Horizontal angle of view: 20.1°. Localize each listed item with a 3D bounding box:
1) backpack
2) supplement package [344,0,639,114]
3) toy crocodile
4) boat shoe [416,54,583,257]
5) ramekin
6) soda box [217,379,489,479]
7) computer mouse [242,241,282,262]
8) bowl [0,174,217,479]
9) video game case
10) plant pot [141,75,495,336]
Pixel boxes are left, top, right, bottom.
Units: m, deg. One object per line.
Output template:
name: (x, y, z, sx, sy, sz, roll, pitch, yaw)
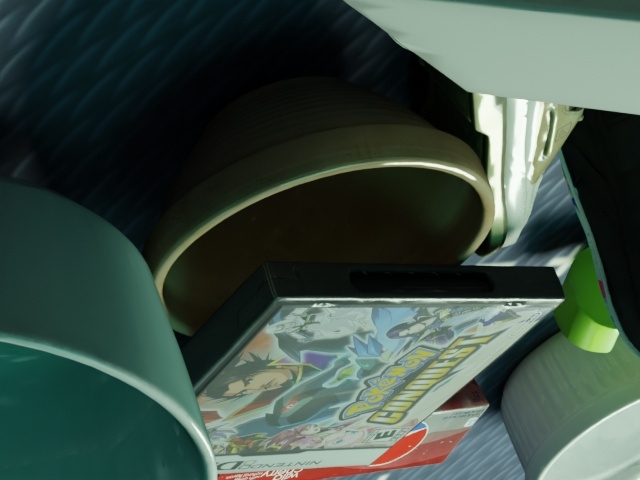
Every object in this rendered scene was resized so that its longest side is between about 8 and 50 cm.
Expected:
backpack: (0.306, -0.028, 1.319, 0.225, 0.253, 0.191, -10, -171, 33)
supplement package: (0.184, -0.170, 0.960, 0.177, 0.293, 0.175, 26, 77, -56)
toy crocodile: (0.348, 0.019, 1.608, 0.340, 0.105, 0.115, -8, 145, -32)
boat shoe: (0.132, -0.090, 1.250, 0.103, 0.113, 0.302, -28, 154, -11)
ramekin: (0.273, 0.159, 1.758, 0.207, 0.109, 0.207, -21, 149, -14)
soda box: (0.010, 0.146, 1.541, 0.263, 0.083, 0.092, -1, 139, -38)
computer mouse: (0.000, 0.000, 1.365, 0.242, 0.041, 0.071, -12, 146, -38)
bowl: (-0.216, 0.073, 1.103, 0.311, 0.163, 0.311, 0, 145, 0)
video game case: (0.002, 0.098, 1.306, 0.248, 0.035, 0.275, 2, 148, -34)
plant pot: (-0.012, -0.032, 1.204, 0.237, 0.109, 0.237, -15, 154, -7)
